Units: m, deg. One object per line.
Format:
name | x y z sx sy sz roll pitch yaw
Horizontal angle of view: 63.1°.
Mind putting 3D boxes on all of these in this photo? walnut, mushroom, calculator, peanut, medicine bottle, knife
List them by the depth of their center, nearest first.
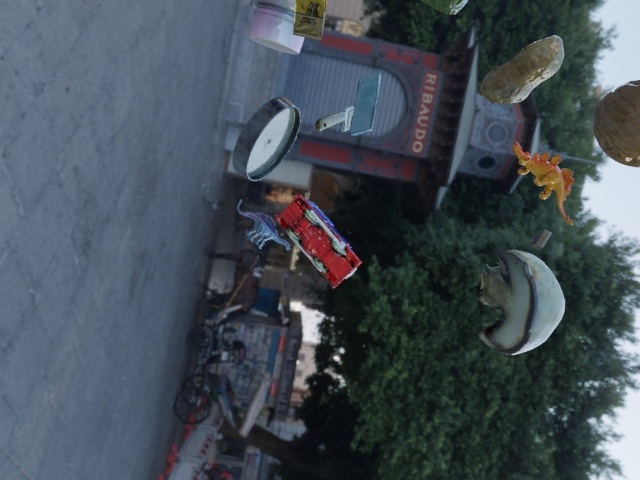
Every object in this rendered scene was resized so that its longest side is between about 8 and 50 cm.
calculator | 0.097 -0.294 1.122 0.018 0.057 0.171 45 46 -43
peanut | 0.440 -0.363 1.141 0.214 0.100 0.099 -35 -140 53
walnut | 0.757 -0.270 1.220 0.213 0.213 0.213 -169 -90 -86
mushroom | 0.511 0.150 1.282 0.190 0.164 0.266 -160 -114 -64
knife | 0.062 -0.313 1.346 0.343 0.027 0.061 -41 141 -57
medicine bottle | -0.128 -0.855 1.888 0.241 0.241 0.301 -99 -154 -78

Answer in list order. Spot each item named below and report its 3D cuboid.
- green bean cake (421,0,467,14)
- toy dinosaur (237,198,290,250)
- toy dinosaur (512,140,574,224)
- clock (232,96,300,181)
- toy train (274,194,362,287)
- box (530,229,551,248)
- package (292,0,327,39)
green bean cake | 0.365 -0.811 1.539 0.125 0.248 0.222 -50 173 -35
toy dinosaur | -0.150 -0.028 1.332 0.080 0.197 0.045 -43 -150 3
toy dinosaur | 0.656 -0.182 1.484 0.288 0.117 0.070 55 -4 17
clock | -0.124 -0.239 1.252 0.215 0.042 0.215 -51 167 -17
toy train | 0.000 0.000 1.109 0.083 0.204 0.131 -43 165 8
box | 0.651 -0.004 1.541 0.053 0.024 0.083 -59 167 3
package | -0.022 -0.515 1.154 0.131 0.071 0.047 97 8 -54
